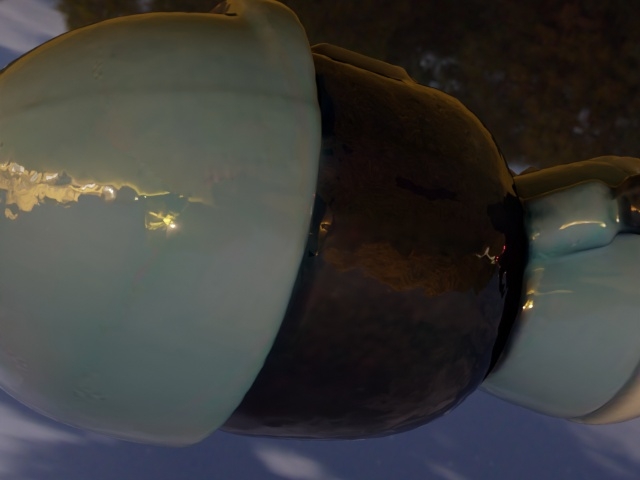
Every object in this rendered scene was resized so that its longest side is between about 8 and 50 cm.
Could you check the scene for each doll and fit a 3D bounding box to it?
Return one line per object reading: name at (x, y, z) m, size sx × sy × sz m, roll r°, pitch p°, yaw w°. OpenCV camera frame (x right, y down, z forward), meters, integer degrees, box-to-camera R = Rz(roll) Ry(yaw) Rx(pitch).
doll at (0.000, 0.000, 0.433) m, size 0.314 × 0.141 × 0.177 m, roll 7°, pitch 154°, yaw -24°
